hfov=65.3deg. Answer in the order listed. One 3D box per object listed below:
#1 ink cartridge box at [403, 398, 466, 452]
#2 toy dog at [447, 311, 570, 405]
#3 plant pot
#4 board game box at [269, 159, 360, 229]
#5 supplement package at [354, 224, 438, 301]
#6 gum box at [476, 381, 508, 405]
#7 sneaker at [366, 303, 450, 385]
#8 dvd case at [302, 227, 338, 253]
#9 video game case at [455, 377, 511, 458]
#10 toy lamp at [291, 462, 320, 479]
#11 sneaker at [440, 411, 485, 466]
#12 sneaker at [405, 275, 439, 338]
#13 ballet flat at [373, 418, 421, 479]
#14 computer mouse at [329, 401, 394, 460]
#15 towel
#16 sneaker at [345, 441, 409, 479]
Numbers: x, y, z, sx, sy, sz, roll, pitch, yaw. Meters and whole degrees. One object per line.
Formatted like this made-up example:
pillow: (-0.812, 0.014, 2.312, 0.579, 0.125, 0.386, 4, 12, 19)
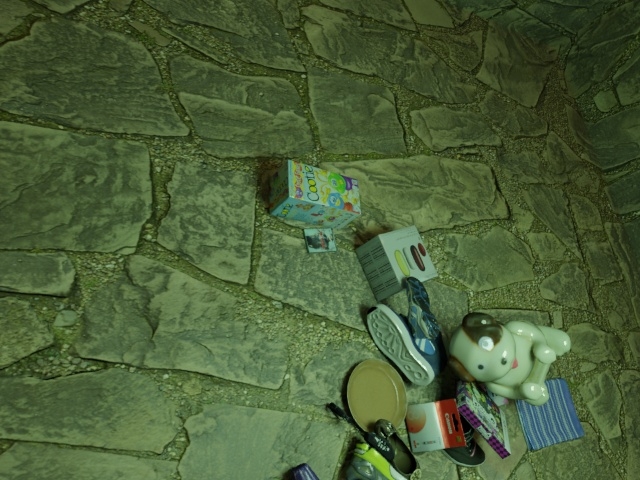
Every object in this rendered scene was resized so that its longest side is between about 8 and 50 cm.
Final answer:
ink cartridge box: (0.357, 0.587, 1.578, 0.045, 0.179, 0.145, 9, 64, -42)
toy dog: (0.597, 0.361, 1.680, 0.408, 0.285, 0.395, 16, 15, -47)
plant pot: (0.176, 0.501, 1.595, 0.236, 0.032, 0.236, 14, 61, -27)
board game box: (-0.019, -0.150, 1.695, 0.275, 0.144, 0.142, 12, 62, -30)
supplement package: (0.270, 0.079, 1.775, 0.194, 0.149, 0.203, -15, 77, -37)
gum box: (0.592, 0.558, 1.819, 0.188, 0.062, 0.107, -2, 70, -34)
sneaker: (0.318, 0.318, 1.726, 0.323, 0.130, 0.236, 53, 41, 5)
dvd case: (0.000, 0.000, 1.722, 0.119, 0.013, 0.087, -2, 70, -34)
video game case: (0.534, 0.565, 1.654, 0.232, 0.042, 0.210, 48, 22, -4)
toy lamp: (-0.003, 0.739, 1.341, 0.080, 0.080, 0.275, -18, 80, -37)
sneaker: (0.472, 0.658, 1.642, 0.295, 0.147, 0.105, 37, 52, -15)
sneaker: (0.310, 0.220, 1.622, 0.080, 0.081, 0.211, 3, 65, -39)
ballet flat: (0.245, 0.653, 1.529, 0.084, 0.058, 0.250, -36, 102, -30)
computer mouse: (0.126, 0.560, 1.485, 0.242, 0.071, 0.041, 40, 71, 8)
towel: (0.909, 0.683, 1.985, 0.336, 0.040, 0.243, 3, 66, -32)
sneaker: (0.189, 0.731, 1.463, 0.300, 0.111, 0.121, 43, 67, -2)
